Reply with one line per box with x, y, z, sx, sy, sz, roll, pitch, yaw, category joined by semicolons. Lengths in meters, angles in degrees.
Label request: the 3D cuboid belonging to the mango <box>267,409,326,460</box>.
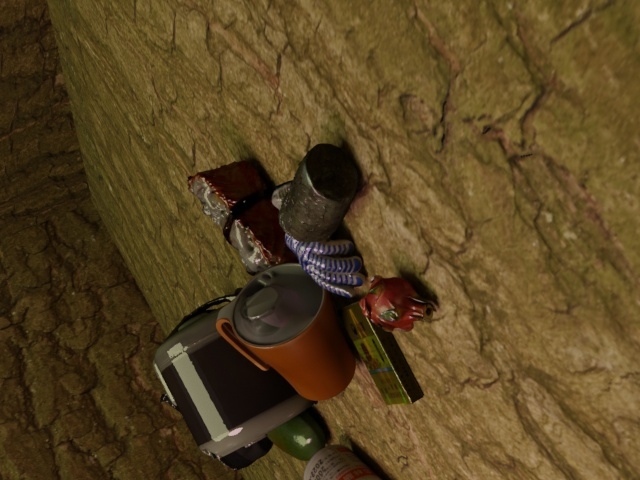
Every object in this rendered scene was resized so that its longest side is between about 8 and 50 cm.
-0.062;0.477;2.007;0.251;0.114;0.156;12;117;54;mango

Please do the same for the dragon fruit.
0.113;0.095;1.159;0.116;0.086;0.081;8;84;57;dragon fruit

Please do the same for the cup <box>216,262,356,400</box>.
-0.058;0.179;1.459;0.264;0.226;0.182;60;-151;-43;cup

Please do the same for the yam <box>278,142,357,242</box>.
-0.002;-0.069;1.214;0.107;0.107;0.183;59;158;14;yam

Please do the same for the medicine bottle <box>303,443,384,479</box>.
0.076;0.559;1.716;0.252;0.145;0.144;32;143;58;medicine bottle

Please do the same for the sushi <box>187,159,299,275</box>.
-0.137;-0.042;1.537;0.332;0.124;0.130;53;150;22;sushi

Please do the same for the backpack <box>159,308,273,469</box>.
-0.264;0.418;2.163;0.363;0.255;0.445;-80;-31;-61;backpack

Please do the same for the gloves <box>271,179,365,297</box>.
-0.006;0.001;1.338;0.229;0.097;0.119;53;-172;15;gloves

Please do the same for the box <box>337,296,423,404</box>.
0.102;0.193;1.375;0.193;0.030;0.121;62;159;4;box

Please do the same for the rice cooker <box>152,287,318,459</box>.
-0.195;0.292;1.803;0.325;0.335;0.335;60;160;7;rice cooker
